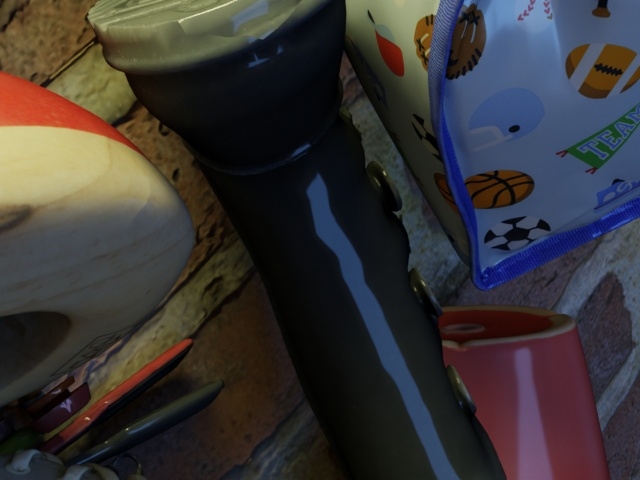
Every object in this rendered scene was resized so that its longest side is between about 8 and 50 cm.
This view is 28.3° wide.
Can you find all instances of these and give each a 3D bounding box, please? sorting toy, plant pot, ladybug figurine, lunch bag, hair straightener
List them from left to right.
[{"bbox_3d":[-0.260,0.015,0.629,0.449,0.305,0.162,-12,70,-49],"label":"ladybug figurine"},{"bbox_3d":[-0.203,0.118,0.869,0.042,0.102,0.061,54,11,-3],"label":"sorting toy"},{"bbox_3d":[-0.153,0.161,0.914,0.230,0.089,0.047,-33,168,-40],"label":"hair straightener"},{"bbox_3d":[0.139,0.193,1.159,0.275,0.275,0.243,-11,99,-48],"label":"plant pot"},{"bbox_3d":[0.107,-0.213,0.826,0.239,0.328,0.385,-27,146,2],"label":"lunch bag"}]

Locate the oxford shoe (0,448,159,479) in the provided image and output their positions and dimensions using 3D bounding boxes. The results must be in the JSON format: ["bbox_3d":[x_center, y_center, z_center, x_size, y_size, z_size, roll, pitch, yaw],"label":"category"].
[{"bbox_3d":[-0.136,0.189,0.756,0.449,0.169,0.130,0,74,-13],"label":"oxford shoe"}]

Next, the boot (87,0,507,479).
[{"bbox_3d":[0.008,0.030,0.819,0.367,0.146,0.445,-96,168,-73],"label":"boot"}]
